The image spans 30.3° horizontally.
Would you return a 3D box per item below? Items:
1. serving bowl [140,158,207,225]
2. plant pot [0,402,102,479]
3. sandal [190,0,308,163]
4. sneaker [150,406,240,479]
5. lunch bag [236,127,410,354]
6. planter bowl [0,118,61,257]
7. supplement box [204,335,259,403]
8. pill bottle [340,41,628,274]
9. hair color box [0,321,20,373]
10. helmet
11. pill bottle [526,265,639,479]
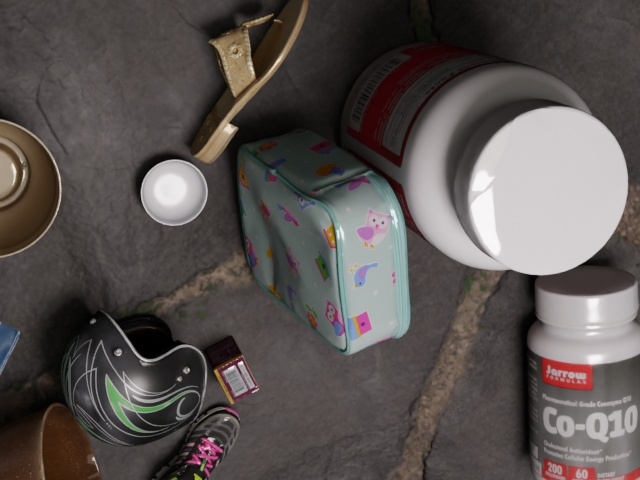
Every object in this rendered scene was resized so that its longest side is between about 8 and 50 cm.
[{"bbox_3d":[-0.184,-0.062,1.477,0.083,0.027,0.083,-4,106,-14],"label":"serving bowl"},{"bbox_3d":[-0.405,0.331,1.445,0.230,0.215,0.215,-15,108,4],"label":"plant pot"},{"bbox_3d":[-0.108,-0.210,1.427,0.079,0.088,0.240,28,101,-25],"label":"sandal"},{"bbox_3d":[-0.162,0.296,1.551,0.063,0.075,0.170,41,91,-20],"label":"sneaker"},{"bbox_3d":[0.000,0.000,1.409,0.107,0.279,0.224,-20,120,-21],"label":"lunch bag"},{"bbox_3d":[-0.387,-0.070,1.379,0.162,0.109,0.162,-4,105,-14],"label":"planter bowl"},{"bbox_3d":[-0.114,0.166,1.524,0.043,0.083,0.055,-28,109,-7],"label":"supplement box"},{"bbox_3d":[0.178,-0.098,1.359,0.229,0.408,0.229,-4,106,-14],"label":"pill bottle"},{"bbox_3d":[-0.533,0.100,1.323,0.347,0.105,0.174,29,138,-12],"label":"hair color box"},{"bbox_3d":[-0.237,0.168,1.453,0.161,0.169,0.170,-1,105,-31],"label":"helmet"},{"bbox_3d":[0.362,0.189,1.613,0.161,0.161,0.283,-8,106,-12],"label":"pill bottle"}]
